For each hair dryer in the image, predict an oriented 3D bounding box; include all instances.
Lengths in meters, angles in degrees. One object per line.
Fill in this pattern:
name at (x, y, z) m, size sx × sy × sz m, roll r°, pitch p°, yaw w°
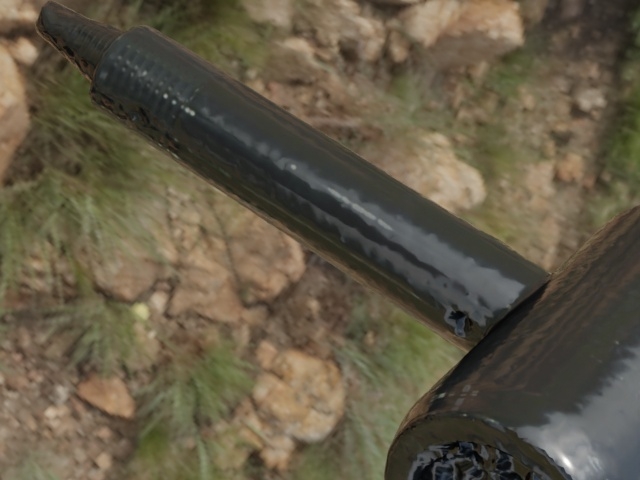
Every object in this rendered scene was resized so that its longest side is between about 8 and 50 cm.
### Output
hair dryer at (0.000, 0.000, 0.401) m, size 0.128 × 0.255 × 0.070 m, roll -37°, pitch 151°, yaw -48°
